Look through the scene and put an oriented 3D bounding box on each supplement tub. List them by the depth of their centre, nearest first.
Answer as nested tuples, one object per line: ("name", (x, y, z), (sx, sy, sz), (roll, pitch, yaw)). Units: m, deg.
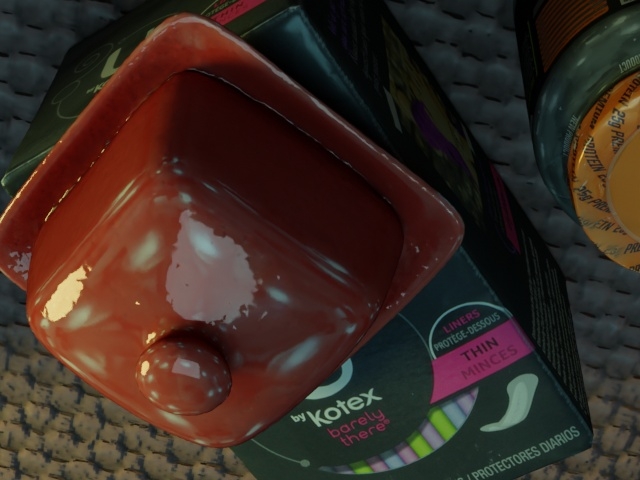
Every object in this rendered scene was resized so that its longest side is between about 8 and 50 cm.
("supplement tub", (0.147, -0.072, 0.580), (0.117, 0.190, 0.117), (2, 124, 3))

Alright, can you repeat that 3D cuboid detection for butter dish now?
("butter dish", (-0.046, 0.023, 0.528), (0.160, 0.118, 0.160), (37, 119, -16))

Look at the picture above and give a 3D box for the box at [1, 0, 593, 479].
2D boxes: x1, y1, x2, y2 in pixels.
("box", (0.000, 0.000, 0.666), (0.165, 0.143, 0.270), (-28, 116, 20))
